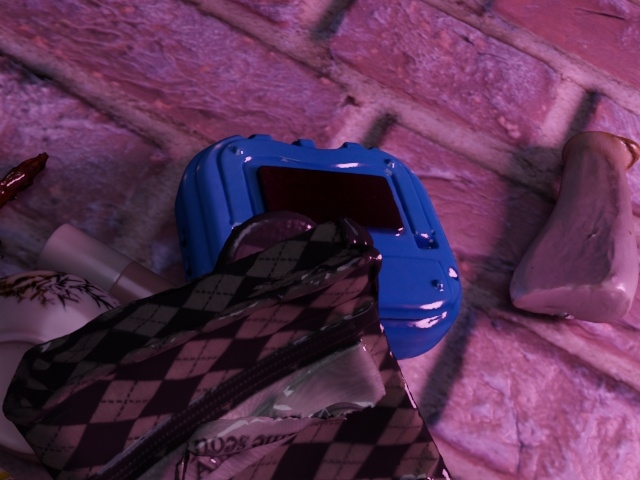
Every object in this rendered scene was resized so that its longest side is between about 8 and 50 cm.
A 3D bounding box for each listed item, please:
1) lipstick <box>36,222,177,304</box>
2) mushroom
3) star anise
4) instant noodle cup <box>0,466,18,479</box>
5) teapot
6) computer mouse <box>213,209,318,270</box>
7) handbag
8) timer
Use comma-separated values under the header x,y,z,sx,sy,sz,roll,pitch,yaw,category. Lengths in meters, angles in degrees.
x,y,z,sx,sy,sz,roll,pitch,yaw,category
-0.208,0.071,1.041,0.254,0.070,0.070,30,57,4,lipstick
0.365,-0.030,1.223,0.159,0.122,0.329,25,55,-9,mushroom
-0.436,-0.047,1.065,0.157,0.053,0.212,16,58,-5,star anise
-0.349,0.280,0.809,0.153,0.205,0.205,37,57,17,instant noodle cup
-0.260,0.131,0.924,0.299,0.166,0.208,1,99,-4,teapot
-0.064,0.102,0.886,0.147,0.088,0.264,17,84,-26,computer mouse
-0.025,0.209,0.772,0.316,0.416,0.180,-28,23,-3,handbag
0.000,0.000,1.080,0.340,0.115,0.309,3,47,-23,timer
